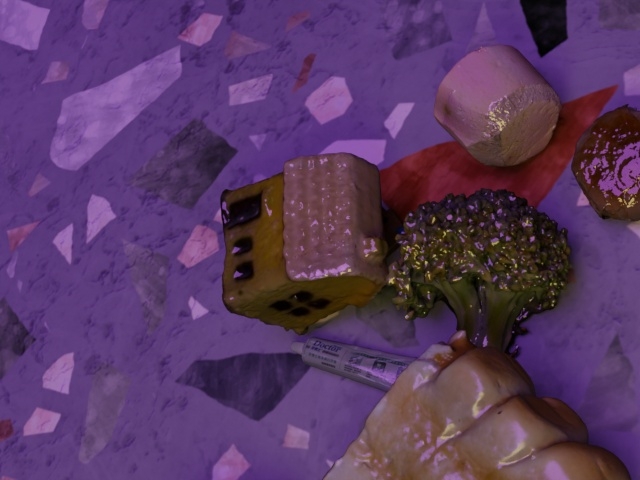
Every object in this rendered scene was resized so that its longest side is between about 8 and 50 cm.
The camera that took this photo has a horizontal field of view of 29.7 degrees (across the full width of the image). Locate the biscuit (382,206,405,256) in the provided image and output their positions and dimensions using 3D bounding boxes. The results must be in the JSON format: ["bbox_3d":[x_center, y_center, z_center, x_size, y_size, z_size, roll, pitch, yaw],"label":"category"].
[{"bbox_3d":[0.068,-0.012,1.721,0.130,0.019,0.119,-3,68,29],"label":"biscuit"}]

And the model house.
[{"bbox_3d":[0.000,0.000,1.640,0.234,0.175,0.193,-21,56,33],"label":"model house"}]

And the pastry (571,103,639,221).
[{"bbox_3d":[0.393,-0.096,1.528,0.153,0.081,0.153,-11,63,22],"label":"pastry"}]

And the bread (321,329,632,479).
[{"bbox_3d":[0.203,0.305,1.395,0.341,0.210,0.300,39,103,36],"label":"bread"}]

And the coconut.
[{"bbox_3d":[0.234,-0.187,1.627,0.147,0.147,0.152,-43,57,8],"label":"coconut"}]

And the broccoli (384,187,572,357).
[{"bbox_3d":[0.185,0.048,1.527,0.242,0.180,0.273,4,72,31],"label":"broccoli"}]

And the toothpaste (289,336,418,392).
[{"bbox_3d":[0.053,0.169,1.645,0.218,0.041,0.064,12,71,30],"label":"toothpaste"}]
